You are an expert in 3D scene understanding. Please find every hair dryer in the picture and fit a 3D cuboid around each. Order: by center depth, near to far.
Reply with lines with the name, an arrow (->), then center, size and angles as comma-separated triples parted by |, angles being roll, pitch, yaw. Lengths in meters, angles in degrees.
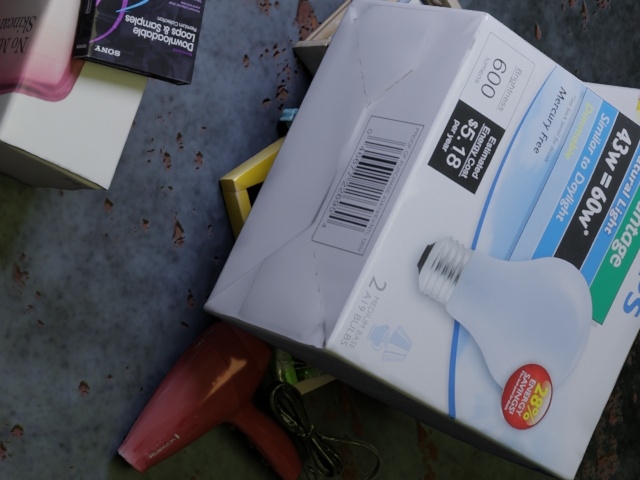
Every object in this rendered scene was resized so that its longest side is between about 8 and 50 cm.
hair dryer -> -0.067, 0.186, 2.001 | 0.294, 0.080, 0.223 | -7, 99, -21

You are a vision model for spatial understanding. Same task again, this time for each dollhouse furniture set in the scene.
dollhouse furniture set -> 0.095, -0.176, 2.085 | 0.129, 0.129, 0.183 | -45, 116, -24

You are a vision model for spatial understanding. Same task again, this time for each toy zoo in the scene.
toy zoo -> 0.000, 0.000, 2.088 | 0.192, 0.030, 0.293 | -23, 105, -32

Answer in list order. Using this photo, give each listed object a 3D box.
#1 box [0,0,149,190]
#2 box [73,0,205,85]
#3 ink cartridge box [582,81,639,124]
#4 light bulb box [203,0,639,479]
box -> -0.246, -0.176, 1.834 | 0.127, 0.149, 0.232 | 26, 77, -33
box -> -0.158, -0.233, 1.783 | 0.116, 0.029, 0.162 | 12, 87, -36
ink cartridge box -> 0.331, -0.075, 2.263 | 0.278, 0.117, 0.201 | 3, 90, -35
light bulb box -> 0.142, 0.000, 1.939 | 0.361, 0.225, 0.358 | 29, 83, -35
